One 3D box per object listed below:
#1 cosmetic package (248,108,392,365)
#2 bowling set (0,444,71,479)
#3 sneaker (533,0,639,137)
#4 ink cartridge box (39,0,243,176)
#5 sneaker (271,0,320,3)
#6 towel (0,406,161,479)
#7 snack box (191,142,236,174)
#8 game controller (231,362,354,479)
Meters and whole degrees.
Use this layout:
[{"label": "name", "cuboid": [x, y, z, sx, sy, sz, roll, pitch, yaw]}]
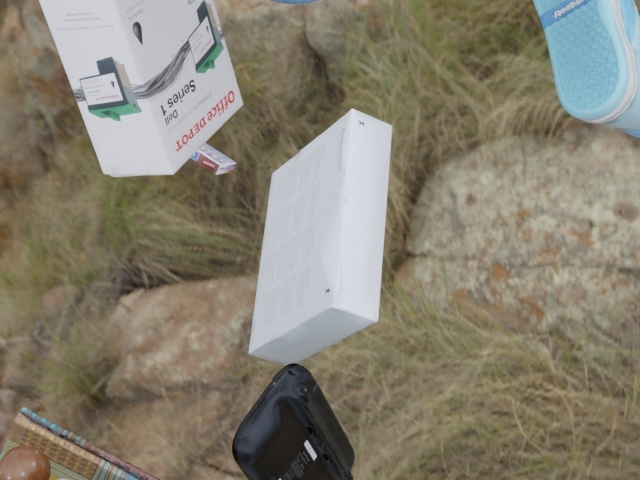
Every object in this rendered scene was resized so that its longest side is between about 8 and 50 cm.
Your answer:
[{"label": "cosmetic package", "cuboid": [0.000, 0.000, 1.860, 0.097, 0.284, 0.377, 19, 61, -24]}, {"label": "bowling set", "cuboid": [-0.275, 0.319, 1.082, 0.287, 0.154, 0.200, -11, 36, 10]}, {"label": "sneaker", "cuboid": [0.395, -0.278, 1.429, 0.127, 0.208, 0.319, -19, 63, 43]}, {"label": "ink cartridge box", "cuboid": [-0.173, -0.193, 1.056, 0.092, 0.219, 0.160, 2, 35, 28]}, {"label": "sneaker", "cuboid": [0.056, -0.224, 0.709, 0.237, 0.085, 0.086, -29, 30, -4]}, {"label": "towel", "cuboid": [-0.358, 0.392, 1.577, 0.271, 0.370, 0.040, 28, 48, -4]}, {"label": "snack box", "cuboid": [-0.240, -0.175, 1.939, 0.178, 0.064, 0.022, 33, 108, 16]}, {"label": "game controller", "cuboid": [-0.035, 0.317, 1.587, 0.067, 0.319, 0.166, 31, 68, 37]}]
